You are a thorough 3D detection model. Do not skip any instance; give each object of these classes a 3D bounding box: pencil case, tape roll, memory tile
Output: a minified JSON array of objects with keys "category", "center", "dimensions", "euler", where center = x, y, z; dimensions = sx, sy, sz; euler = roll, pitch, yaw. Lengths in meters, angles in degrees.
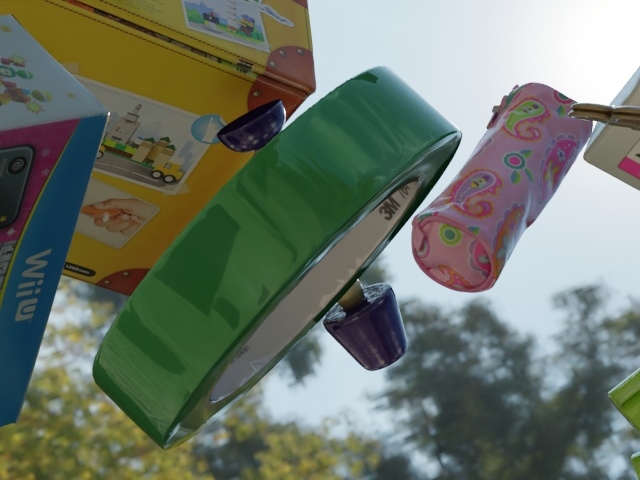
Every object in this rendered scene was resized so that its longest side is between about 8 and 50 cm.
[{"category":"pencil case","center":[0.212,-0.068,1.750],"dimensions":[0.124,0.284,0.124],"euler":[23,-37,19]},{"category":"tape roll","center":[-0.030,0.015,1.113],"dimensions":[0.077,0.321,0.321],"euler":[44,-26,8]},{"category":"memory tile","center":[0.266,-0.086,1.099],"dimensions":[0.113,0.148,0.012],"euler":[10,-87,48]}]

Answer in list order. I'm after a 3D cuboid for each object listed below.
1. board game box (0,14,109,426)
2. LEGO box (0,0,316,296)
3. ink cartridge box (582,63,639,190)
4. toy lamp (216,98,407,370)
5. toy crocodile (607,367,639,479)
[{"category":"board game box","center":[-0.271,0.022,0.713],"dimensions":[0.097,0.303,0.224],"euler":[42,-52,28]},{"category":"LEGO box","center":[-0.316,-0.178,1.515],"dimensions":[0.372,0.500,0.193],"euler":[-47,-144,37]},{"category":"ink cartridge box","center":[0.407,-0.089,1.332],"dimensions":[0.275,0.060,0.239],"euler":[28,-33,0]},{"category":"toy lamp","center":[0.000,0.000,1.432],"dimensions":[0.275,0.080,0.080],"euler":[60,-18,-14]},{"category":"toy crocodile","center":[0.393,0.282,1.492],"dimensions":[0.105,0.115,0.341],"euler":[33,32,-60]}]
